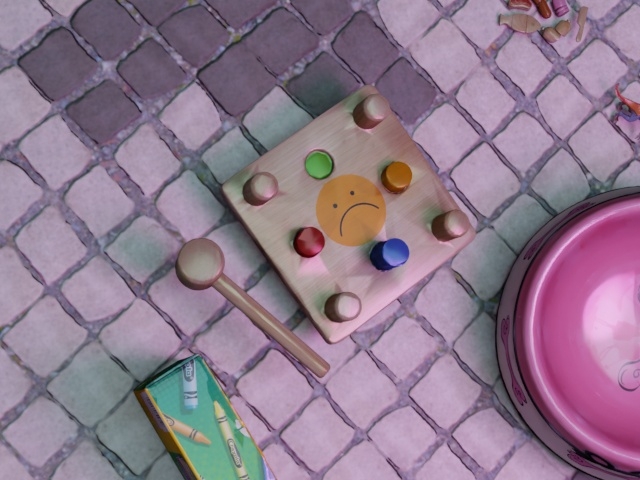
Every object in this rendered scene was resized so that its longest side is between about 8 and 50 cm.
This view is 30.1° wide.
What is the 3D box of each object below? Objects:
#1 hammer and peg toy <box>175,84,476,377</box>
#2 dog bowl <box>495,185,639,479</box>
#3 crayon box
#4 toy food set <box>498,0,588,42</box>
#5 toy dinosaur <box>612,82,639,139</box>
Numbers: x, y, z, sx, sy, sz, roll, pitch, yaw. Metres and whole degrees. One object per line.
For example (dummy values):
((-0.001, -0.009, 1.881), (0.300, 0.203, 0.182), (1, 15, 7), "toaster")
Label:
((0.000, 0.000, 1.530), (0.361, 0.127, 0.266), (-37, 93, -16), "hammer and peg toy")
((0.429, 0.120, 1.529), (0.408, 0.150, 0.408), (-1, 84, 9), "dog bowl")
((-0.118, 0.277, 1.438), (0.081, 0.165, 0.278), (-31, 90, -16), "crayon box")
((0.320, -0.325, 1.713), (0.122, 0.019, 0.078), (16, 78, -3), "toy food set")
((0.461, -0.174, 1.697), (0.082, 0.090, 0.047), (13, 61, 33), "toy dinosaur")
